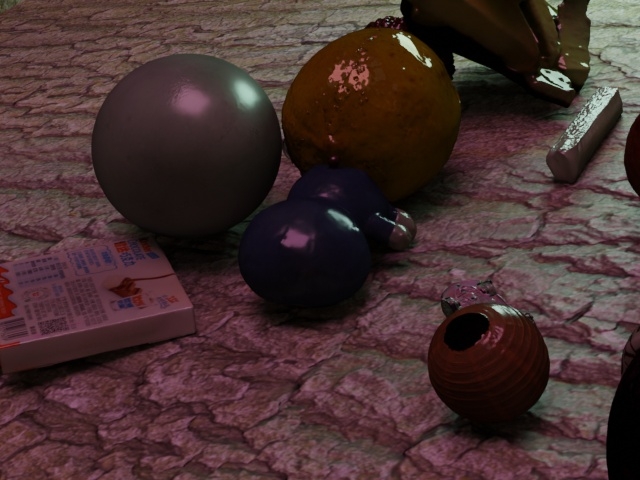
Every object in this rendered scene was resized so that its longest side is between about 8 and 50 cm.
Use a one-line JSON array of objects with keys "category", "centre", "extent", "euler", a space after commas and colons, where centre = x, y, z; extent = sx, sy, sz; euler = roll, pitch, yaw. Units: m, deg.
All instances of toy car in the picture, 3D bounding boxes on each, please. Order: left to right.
[{"category": "toy car", "centre": [0.202, 0.100, 1.656], "extent": [0.069, 0.055, 0.142], "euler": [-24, 42, -19]}]

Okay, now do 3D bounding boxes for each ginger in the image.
[{"category": "ginger", "centre": [0.331, -0.405, 2.288], "extent": [0.358, 0.211, 0.413], "euler": [34, 28, 17]}]

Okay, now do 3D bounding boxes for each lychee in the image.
[{"category": "lychee", "centre": [0.140, -0.298, 2.350], "extent": [0.188, 0.188, 0.188], "euler": [-11, 26, 5]}]

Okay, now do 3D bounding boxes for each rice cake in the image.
[{"category": "rice cake", "centre": [0.406, -0.165, 2.091], "extent": [0.052, 0.057, 0.256], "euler": [-16, 20, 37]}]

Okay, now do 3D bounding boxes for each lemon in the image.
[{"category": "lemon", "centre": [0.081, -0.186, 2.049], "extent": [0.258, 0.258, 0.310], "euler": [3, 35, 30]}]

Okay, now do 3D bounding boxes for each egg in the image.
[{"category": "egg", "centre": [-0.200, -0.139, 2.048], "extent": [0.276, 0.276, 0.389], "euler": [-21, 7, -16]}]

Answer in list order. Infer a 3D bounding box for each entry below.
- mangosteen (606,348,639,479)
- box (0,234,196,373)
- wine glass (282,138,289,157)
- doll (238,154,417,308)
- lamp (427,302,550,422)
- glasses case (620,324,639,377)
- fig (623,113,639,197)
[{"category": "mangosteen", "centre": [0.393, 0.171, 1.163], "extent": [0.300, 0.300, 0.300], "euler": [-11, 26, 5]}, {"category": "box", "centre": [-0.330, 0.082, 1.916], "extent": [0.265, 0.048, 0.273], "euler": [-12, 24, -14]}, {"category": "wine glass", "centre": [-0.023, -0.167, 2.317], "extent": [0.083, 0.042, 0.039], "euler": [-25, 66, -30]}, {"category": "doll", "centre": [0.000, 0.000, 1.864], "extent": [0.228, 0.154, 0.258], "euler": [8, 40, 21]}, {"category": "lamp", "centre": [0.185, 0.135, 1.509], "extent": [0.136, 0.136, 0.136], "euler": [-11, 26, 5]}, {"category": "glasses case", "centre": [0.474, 0.142, 1.349], "extent": [0.355, 0.137, 0.085], "euler": [2, 31, 26]}, {"category": "fig", "centre": [0.500, -0.108, 1.796], "extent": [0.205, 0.205, 0.205], "euler": [-11, 26, 5]}]
